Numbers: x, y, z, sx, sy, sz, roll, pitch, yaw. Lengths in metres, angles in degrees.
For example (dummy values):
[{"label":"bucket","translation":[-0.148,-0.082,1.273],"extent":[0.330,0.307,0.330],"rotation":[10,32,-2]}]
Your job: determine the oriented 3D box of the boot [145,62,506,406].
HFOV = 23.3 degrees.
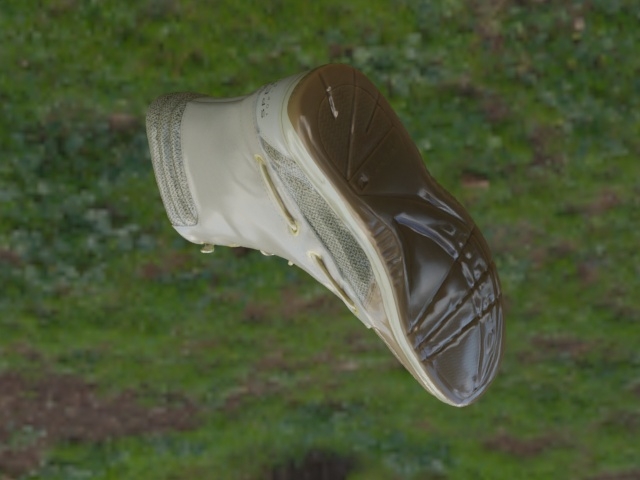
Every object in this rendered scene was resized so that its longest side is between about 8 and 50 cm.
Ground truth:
[{"label":"boot","translation":[0.000,0.000,1.071],"extent":[0.203,0.095,0.262],"rotation":[0,131,50]}]
